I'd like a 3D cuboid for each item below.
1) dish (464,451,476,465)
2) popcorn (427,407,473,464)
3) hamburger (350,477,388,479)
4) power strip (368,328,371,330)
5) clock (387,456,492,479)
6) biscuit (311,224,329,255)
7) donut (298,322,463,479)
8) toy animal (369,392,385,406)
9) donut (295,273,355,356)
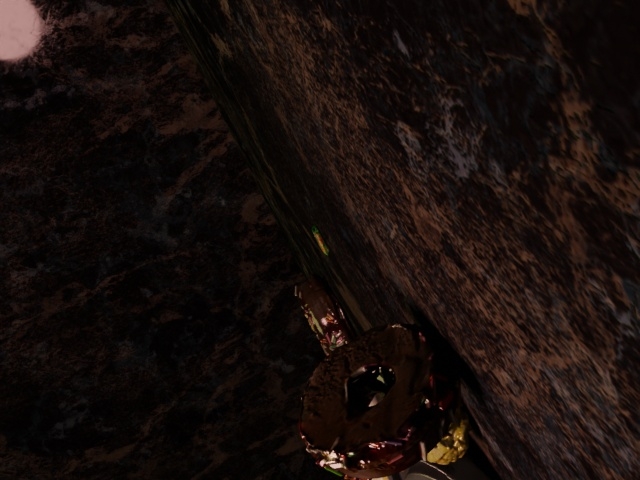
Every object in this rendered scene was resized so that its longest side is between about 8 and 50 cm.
[{"bbox_3d":[0.279,0.482,1.420,0.151,0.077,0.212,50,167,54],"label":"dish"},{"bbox_3d":[0.207,0.314,1.152,0.106,0.120,0.116,-4,151,44],"label":"popcorn"},{"bbox_3d":[0.236,0.600,1.616,0.302,0.186,0.261,56,-148,2],"label":"hamburger"},{"bbox_3d":[0.173,0.350,1.787,0.213,0.065,0.198,61,176,-9],"label":"power strip"},{"bbox_3d":[0.245,0.485,1.269,0.281,0.055,0.280,33,145,27],"label":"clock"},{"bbox_3d":[0.000,0.000,1.848,0.089,0.016,0.046,63,174,-19],"label":"biscuit"},{"bbox_3d":[0.090,0.240,1.029,0.103,0.270,0.269,52,179,-28],"label":"donut"},{"bbox_3d":[0.117,0.273,1.349,0.180,0.181,0.363,53,168,30],"label":"toy animal"},{"bbox_3d":[0.034,0.312,2.533,0.259,0.136,0.345,60,177,44],"label":"donut"}]
